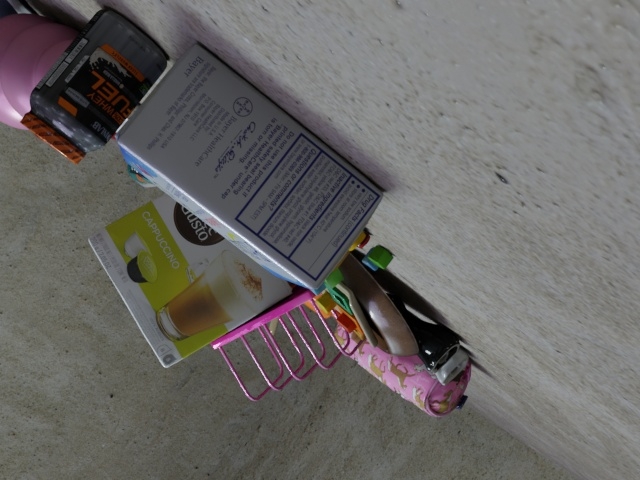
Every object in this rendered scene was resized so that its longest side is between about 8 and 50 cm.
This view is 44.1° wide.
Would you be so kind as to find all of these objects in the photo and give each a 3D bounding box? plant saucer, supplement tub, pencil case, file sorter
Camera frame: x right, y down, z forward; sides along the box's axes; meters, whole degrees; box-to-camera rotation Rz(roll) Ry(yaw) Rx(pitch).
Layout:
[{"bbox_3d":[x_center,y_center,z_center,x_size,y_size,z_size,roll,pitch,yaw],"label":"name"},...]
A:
[{"bbox_3d":[0.084,0.126,1.625,0.310,0.050,0.310,49,171,11],"label":"plant saucer"},{"bbox_3d":[-0.306,-0.203,1.060,0.117,0.190,0.117,36,174,4],"label":"supplement tub"},{"bbox_3d":[0.200,0.284,1.978,0.167,0.160,0.386,19,-173,-44],"label":"pencil case"},{"bbox_3d":[-0.057,0.218,1.820,0.182,0.291,0.202,59,-154,-3],"label":"file sorter"}]

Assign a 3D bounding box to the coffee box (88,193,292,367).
[{"bbox_3d":[-0.304,0.057,1.875,0.337,0.334,0.338,60,171,-3],"label":"coffee box"}]

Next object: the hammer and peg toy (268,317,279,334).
[{"bbox_3d":[-0.178,0.112,2.312,0.127,0.265,0.361,19,180,-19],"label":"hammer and peg toy"}]

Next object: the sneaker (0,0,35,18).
[{"bbox_3d":[-0.627,-0.405,1.442,0.086,0.163,0.226,40,174,24],"label":"sneaker"}]

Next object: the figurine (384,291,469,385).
[{"bbox_3d":[0.218,0.207,1.752,0.209,0.092,0.215,43,177,28],"label":"figurine"}]

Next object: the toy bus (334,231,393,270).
[{"bbox_3d":[0.001,0.003,1.290,0.191,0.104,0.202,32,172,33],"label":"toy bus"}]

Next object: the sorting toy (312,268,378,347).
[{"bbox_3d":[0.026,0.120,1.579,0.196,0.047,0.347,43,168,41],"label":"sorting toy"}]

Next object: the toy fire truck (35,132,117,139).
[{"bbox_3d":[-0.621,-0.327,2.068,0.254,0.169,0.302,17,-171,-42],"label":"toy fire truck"}]

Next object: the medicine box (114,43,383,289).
[{"bbox_3d":[-0.100,-0.083,1.022,0.289,0.149,0.263,39,173,-10],"label":"medicine box"}]

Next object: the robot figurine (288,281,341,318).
[{"bbox_3d":[-0.006,0.107,1.956,0.219,0.128,0.158,37,180,-2],"label":"robot figurine"}]

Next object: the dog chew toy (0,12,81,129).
[{"bbox_3d":[-0.468,-0.284,1.361,0.332,0.206,0.206,18,162,46],"label":"dog chew toy"}]

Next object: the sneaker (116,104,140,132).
[{"bbox_3d":[-0.429,-0.284,1.687,0.212,0.080,0.094,37,162,10],"label":"sneaker"}]

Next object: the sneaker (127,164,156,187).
[{"bbox_3d":[-0.522,-0.226,2.448,0.302,0.108,0.121,19,163,43],"label":"sneaker"}]
